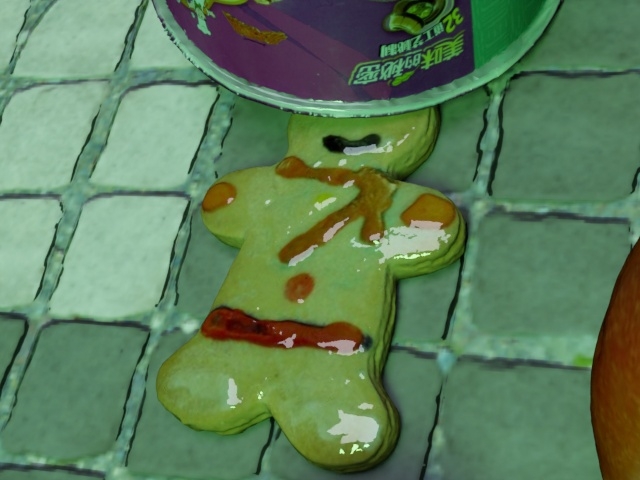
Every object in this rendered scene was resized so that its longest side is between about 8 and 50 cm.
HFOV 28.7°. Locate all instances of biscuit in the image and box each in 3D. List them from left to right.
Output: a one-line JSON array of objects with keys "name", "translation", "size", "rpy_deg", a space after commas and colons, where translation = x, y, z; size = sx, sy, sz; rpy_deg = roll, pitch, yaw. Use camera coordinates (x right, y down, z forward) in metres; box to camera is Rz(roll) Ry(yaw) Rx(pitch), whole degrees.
[{"name": "biscuit", "translation": [0.000, 0.000, 0.660], "size": [0.153, 0.030, 0.234], "rpy_deg": [10, 65, 25]}]

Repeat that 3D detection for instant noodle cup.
[{"name": "instant noodle cup", "translation": [0.016, -0.218, 0.650], "size": [0.251, 0.190, 0.251], "rpy_deg": [-2, 58, 3]}]

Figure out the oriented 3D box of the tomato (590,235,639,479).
[{"name": "tomato", "translation": [0.216, 0.063, 0.398], "size": [0.224, 0.256, 0.256], "rpy_deg": [-35, 52, -23]}]
